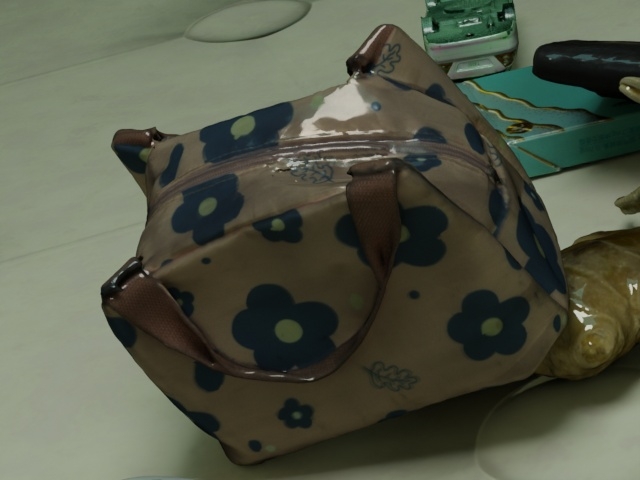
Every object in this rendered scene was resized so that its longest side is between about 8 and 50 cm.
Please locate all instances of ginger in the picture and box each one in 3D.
[{"bbox_3d":[0.200,0.033,1.052,0.333,0.081,0.148,-18,5,-17],"label":"ginger"}]

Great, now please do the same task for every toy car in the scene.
[{"bbox_3d":[0.149,-0.200,1.556,0.090,0.076,0.224,-9,17,8],"label":"toy car"}]

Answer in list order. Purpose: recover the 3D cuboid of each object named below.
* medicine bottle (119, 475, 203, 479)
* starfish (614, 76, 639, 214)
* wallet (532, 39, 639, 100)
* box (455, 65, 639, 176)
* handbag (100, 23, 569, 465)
[{"bbox_3d":[-0.073,0.180,0.856,0.219,0.078,0.115,3,30,28],"label":"medicine bottle"},{"bbox_3d":[0.320,-0.053,1.099,0.247,0.138,0.050,9,48,23],"label":"starfish"},{"bbox_3d":[0.334,-0.119,1.191,0.321,0.044,0.170,8,4,30],"label":"wallet"},{"bbox_3d":[0.233,-0.117,1.382,0.229,0.041,0.162,-14,26,-4],"label":"box"},{"bbox_3d":[0.000,0.000,0.970,0.251,0.193,0.190,-21,49,19],"label":"handbag"}]
